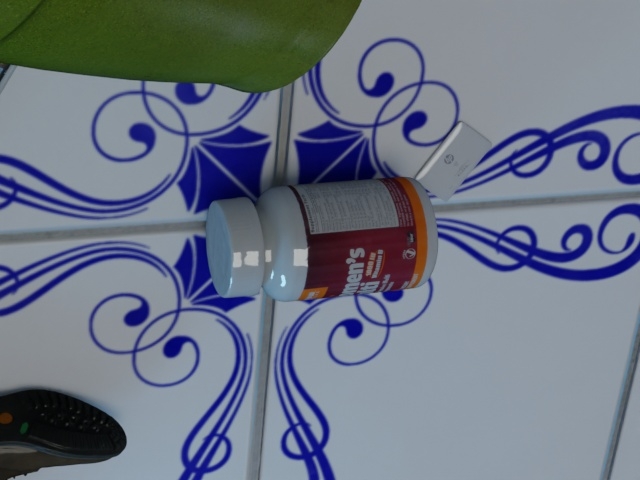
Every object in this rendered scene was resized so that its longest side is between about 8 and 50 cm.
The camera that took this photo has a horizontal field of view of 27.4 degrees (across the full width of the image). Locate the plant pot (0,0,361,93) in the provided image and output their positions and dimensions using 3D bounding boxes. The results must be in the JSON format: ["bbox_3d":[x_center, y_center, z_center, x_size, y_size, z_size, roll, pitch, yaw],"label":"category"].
[{"bbox_3d":[-0.150,-0.279,1.042,0.353,0.366,0.366,16,111,-40],"label":"plant pot"}]

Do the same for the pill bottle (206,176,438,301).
[{"bbox_3d":[0.000,0.000,1.361,0.221,0.121,0.121,-6,119,-19],"label":"pill bottle"}]

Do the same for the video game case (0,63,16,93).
[{"bbox_3d":[-0.361,-0.180,1.180,0.173,0.022,0.190,27,104,-31],"label":"video game case"}]

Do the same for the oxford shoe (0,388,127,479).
[{"bbox_3d":[-0.320,0.213,1.386,0.227,0.082,0.096,7,131,-23],"label":"oxford shoe"}]

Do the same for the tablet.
[{"bbox_3d":[0.146,-0.086,1.442,0.054,0.006,0.083,32,102,-32],"label":"tablet"}]
